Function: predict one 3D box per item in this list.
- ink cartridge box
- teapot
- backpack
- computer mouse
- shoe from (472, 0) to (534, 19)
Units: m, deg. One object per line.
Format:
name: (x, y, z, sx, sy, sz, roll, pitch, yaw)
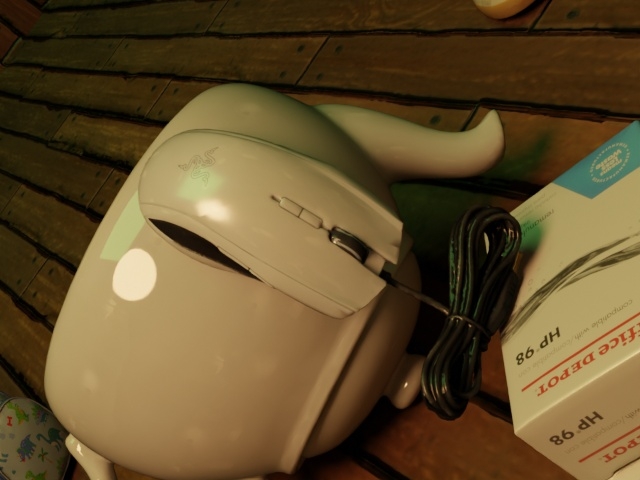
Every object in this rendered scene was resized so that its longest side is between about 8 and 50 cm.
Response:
ink cartridge box: (0.141, 0.039, 0.573, 0.104, 0.060, 0.180, -39, 29, 27)
teapot: (-0.028, 0.049, 0.719, 0.252, 0.187, 0.256, -54, -9, -50)
backpack: (-0.264, 0.174, 1.012, 0.084, 0.114, 0.105, -34, 31, 34)
computer mouse: (0.000, 0.000, 0.588, 0.042, 0.193, 0.106, 98, -163, -72)
shoe: (0.126, -0.236, 0.947, 0.076, 0.058, 0.219, -42, 28, 22)
